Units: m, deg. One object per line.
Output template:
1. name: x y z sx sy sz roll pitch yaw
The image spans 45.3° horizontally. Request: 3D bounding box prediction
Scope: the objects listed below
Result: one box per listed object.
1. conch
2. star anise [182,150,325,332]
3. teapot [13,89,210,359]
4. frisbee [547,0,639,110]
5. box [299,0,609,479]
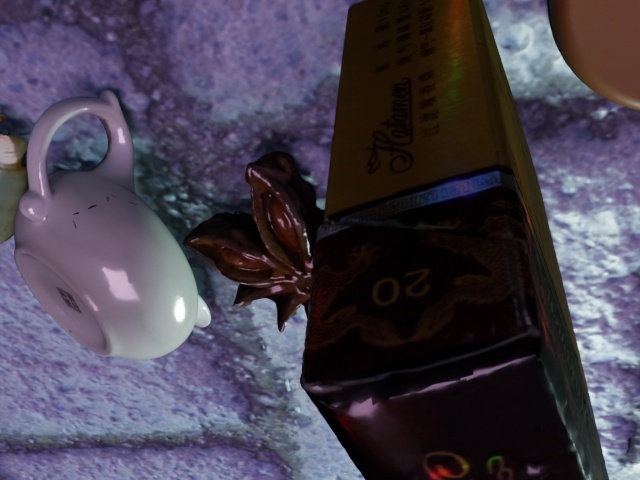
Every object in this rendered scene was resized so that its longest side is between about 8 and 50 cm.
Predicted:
1. conch: -0.333 -0.052 0.767 0.105 0.079 0.170 25 127 -34
2. star anise: -0.006 -0.004 0.763 0.214 0.099 0.220 -38 114 17
3. teapot: -0.205 0.005 0.754 0.166 0.208 0.300 -27 129 -29
4. frisbee: 0.305 -0.204 0.594 0.250 0.021 0.251 2 131 2
5. box: 0.104 0.013 0.542 0.115 0.415 0.264 -14 129 18
